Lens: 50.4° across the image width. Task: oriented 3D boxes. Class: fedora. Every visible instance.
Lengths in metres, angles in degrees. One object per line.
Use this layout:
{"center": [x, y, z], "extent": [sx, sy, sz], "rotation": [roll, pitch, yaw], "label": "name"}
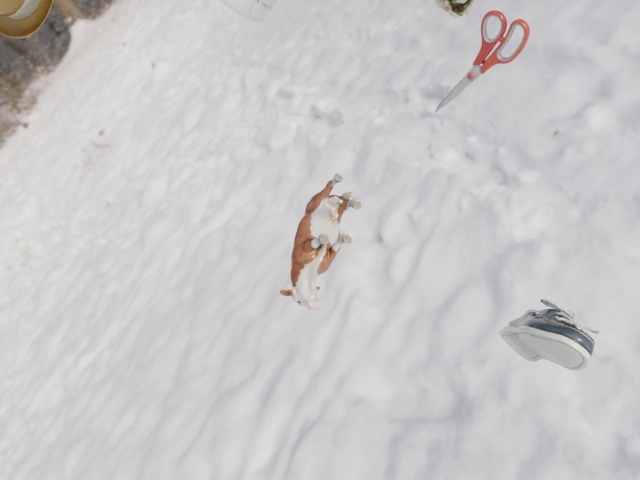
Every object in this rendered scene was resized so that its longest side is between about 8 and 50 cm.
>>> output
{"center": [-0.520, -0.428, 1.104], "extent": [0.194, 0.194, 0.079], "rotation": [-39, -3, 28], "label": "fedora"}

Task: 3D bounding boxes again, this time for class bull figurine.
{"center": [0.000, 0.000, 1.532], "extent": [0.188, 0.101, 0.310], "rotation": [-42, 32, 48], "label": "bull figurine"}

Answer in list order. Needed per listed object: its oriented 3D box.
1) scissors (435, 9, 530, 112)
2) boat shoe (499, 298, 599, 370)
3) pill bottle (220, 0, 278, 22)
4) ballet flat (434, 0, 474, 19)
{"center": [0.355, -0.374, 1.517], "extent": [0.021, 0.109, 0.297], "rotation": [-41, -17, -45], "label": "scissors"}
{"center": [0.346, 0.139, 1.016], "extent": [0.079, 0.095, 0.254], "rotation": [-46, -7, -6], "label": "boat shoe"}
{"center": [-0.071, -0.433, 0.944], "extent": [0.229, 0.131, 0.131], "rotation": [-51, 19, 18], "label": "pill bottle"}
{"center": [0.223, -0.403, 0.922], "extent": [0.241, 0.091, 0.077], "rotation": [111, 152, -57], "label": "ballet flat"}
